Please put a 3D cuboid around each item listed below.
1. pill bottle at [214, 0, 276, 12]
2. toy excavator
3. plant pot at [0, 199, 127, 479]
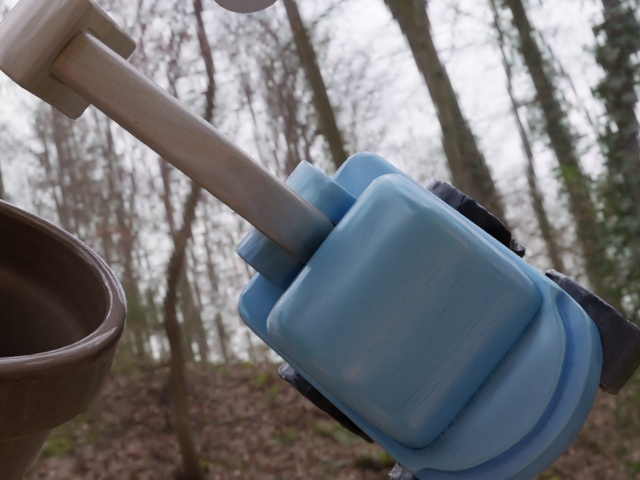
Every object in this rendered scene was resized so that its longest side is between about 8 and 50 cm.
[{"bbox_3d":[-0.087,-0.319,1.334,0.108,0.193,0.108,-8,-40,-7],"label":"pill bottle"},{"bbox_3d":[0.000,0.000,1.017,0.222,0.433,0.445,-50,-32,-1],"label":"toy excavator"},{"bbox_3d":[-0.282,0.109,0.867,0.263,0.263,0.229,3,-64,-39],"label":"plant pot"}]
